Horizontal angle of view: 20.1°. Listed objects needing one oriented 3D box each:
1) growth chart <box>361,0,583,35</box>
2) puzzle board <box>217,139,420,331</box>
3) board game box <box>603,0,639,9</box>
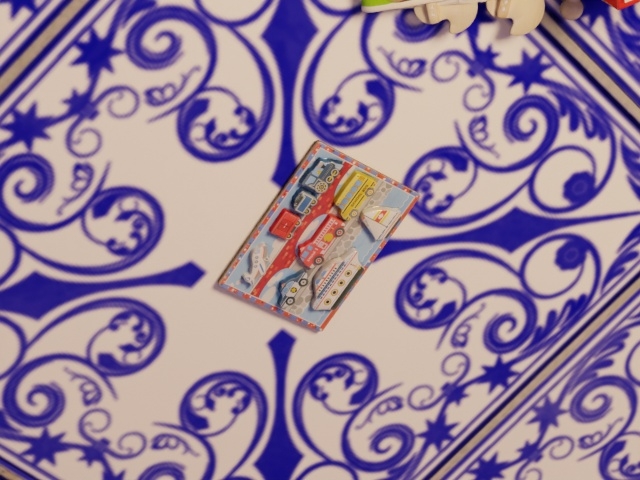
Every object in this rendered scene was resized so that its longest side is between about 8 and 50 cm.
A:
[{"bbox_3d":[0.084,-0.217,1.174,0.237,0.021,0.172,2,119,-22],"label":"growth chart"},{"bbox_3d":[0.000,0.000,1.280,0.096,0.011,0.128,26,109,-31],"label":"puzzle board"},{"bbox_3d":[0.260,-0.255,1.190,0.193,0.045,0.147,-23,125,-15],"label":"board game box"}]
